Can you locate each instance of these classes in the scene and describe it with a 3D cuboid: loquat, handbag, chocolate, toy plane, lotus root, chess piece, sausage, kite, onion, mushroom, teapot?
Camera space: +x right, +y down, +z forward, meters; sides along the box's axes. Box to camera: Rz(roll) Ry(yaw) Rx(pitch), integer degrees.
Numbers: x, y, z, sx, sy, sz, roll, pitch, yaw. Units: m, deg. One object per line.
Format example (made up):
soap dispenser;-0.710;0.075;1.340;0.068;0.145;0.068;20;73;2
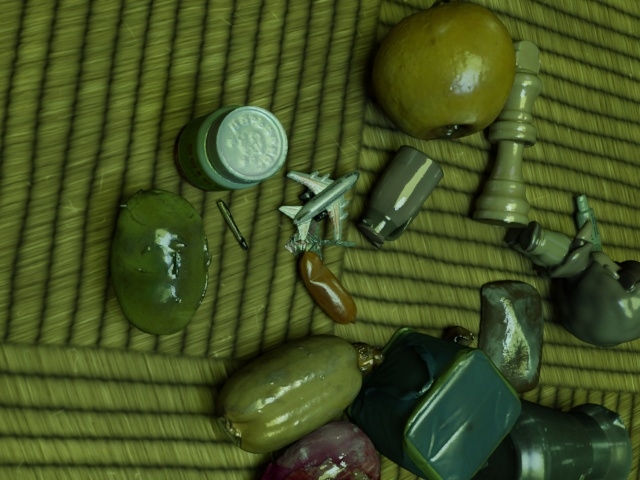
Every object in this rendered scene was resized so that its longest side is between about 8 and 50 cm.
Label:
loquat;0.240;-0.329;1.453;0.275;0.275;0.275;-1;93;-25
handbag;0.214;0.319;1.484;0.222;0.241;0.263;45;76;-21
chocolate;0.428;0.215;1.667;0.157;0.080;0.254;2;92;-25
toy plane;0.008;-0.080;1.459;0.171;0.065;0.162;-40;101;-23
lotus root;-0.034;0.267;1.415;0.343;0.151;0.169;-24;109;-27
chess piece;0.407;-0.228;1.619;0.117;0.117;0.397;10;87;-25
sausage;0.011;0.095;1.478;0.183;0.054;0.062;51;51;-17
kite;0.000;0.000;1.495;0.152;0.005;0.137;-8;96;-26
onion;-0.009;0.479;1.435;0.283;0.120;0.227;-25;120;-11
mushroom;0.332;0.257;1.618;0.060;0.061;0.187;-42;94;-12
teapot;0.459;0.467;1.623;0.344;0.253;0.300;6;123;-30

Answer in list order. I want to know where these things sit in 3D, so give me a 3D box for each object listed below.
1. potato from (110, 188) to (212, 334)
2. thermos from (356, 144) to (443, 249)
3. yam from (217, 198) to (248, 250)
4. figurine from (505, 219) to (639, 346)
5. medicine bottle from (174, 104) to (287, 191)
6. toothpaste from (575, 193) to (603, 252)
potato;-0.268;0.038;1.293;0.169;0.143;0.248;0;93;-15
thermos;0.156;-0.073;1.522;0.193;0.105;0.137;-56;143;-9
yam;-0.161;-0.028;1.412;0.014;0.014;0.107;-33;105;-20
figurine;0.575;0.090;1.659;0.380;0.248;0.203;38;63;-8
medicine bottle;-0.155;-0.154;1.293;0.139;0.225;0.139;-1;92;-27
toothpaste;0.631;0.014;1.779;0.067;0.037;0.255;-26;106;-28
